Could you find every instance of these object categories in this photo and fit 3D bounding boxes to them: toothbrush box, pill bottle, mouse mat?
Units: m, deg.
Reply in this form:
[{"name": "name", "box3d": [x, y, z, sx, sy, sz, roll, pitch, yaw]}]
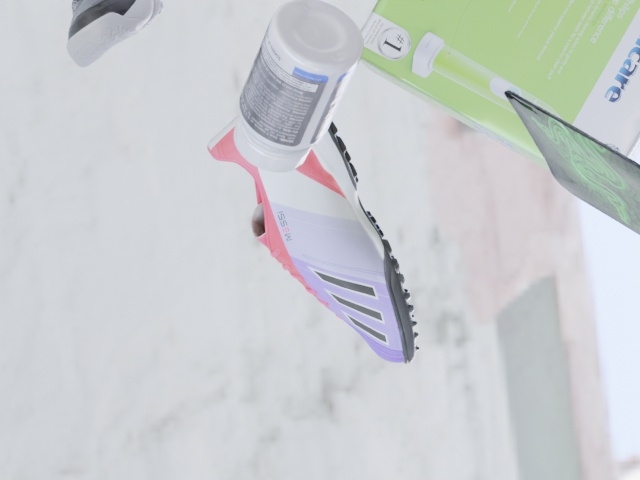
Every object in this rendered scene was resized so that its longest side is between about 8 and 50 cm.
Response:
[{"name": "toothbrush box", "box3d": [0.206, -0.195, 1.869, 0.206, 0.283, 0.122, -61, -13, 2]}, {"name": "pill bottle", "box3d": [-0.021, -0.122, 1.552, 0.078, 0.078, 0.137, -63, 0, -43]}, {"name": "mouse mat", "box3d": [0.230, -0.048, 1.571, 0.007, 0.152, 0.189, -51, -33, -7]}]

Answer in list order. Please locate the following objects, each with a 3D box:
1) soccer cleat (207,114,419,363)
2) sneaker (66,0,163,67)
[{"name": "soccer cleat", "box3d": [0.000, 0.000, 1.854, 0.318, 0.116, 0.108, 65, 178, -30]}, {"name": "sneaker", "box3d": [-0.228, -0.277, 1.918, 0.153, 0.101, 0.268, 52, -157, -15]}]
